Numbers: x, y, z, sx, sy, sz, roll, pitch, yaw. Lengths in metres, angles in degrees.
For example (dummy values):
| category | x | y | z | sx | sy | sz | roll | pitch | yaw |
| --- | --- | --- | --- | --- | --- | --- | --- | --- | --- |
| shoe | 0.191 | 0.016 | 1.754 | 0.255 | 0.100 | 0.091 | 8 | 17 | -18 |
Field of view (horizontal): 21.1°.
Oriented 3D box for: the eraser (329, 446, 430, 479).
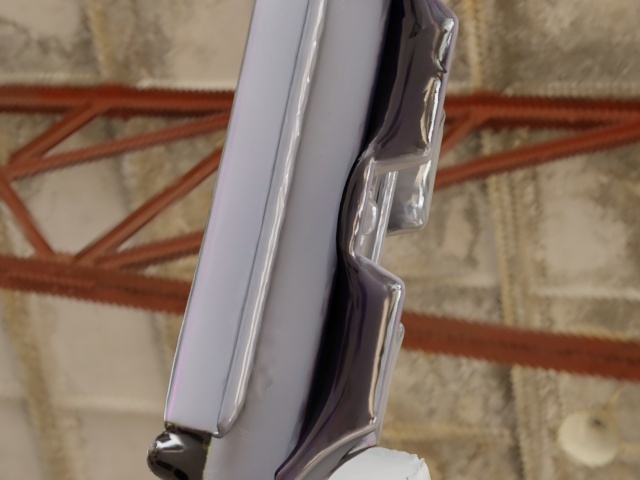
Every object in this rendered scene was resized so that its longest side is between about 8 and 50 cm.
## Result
| category | x | y | z | sx | sy | sz | roll | pitch | yaw |
| --- | --- | --- | --- | --- | --- | --- | --- | --- | --- |
| eraser | 0.045 | 0.339 | 1.017 | 0.082 | 0.213 | 0.397 | -8 | -82 | 21 |

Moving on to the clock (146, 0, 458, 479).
| category | x | y | z | sx | sy | sz | roll | pitch | yaw |
| --- | --- | --- | --- | --- | --- | --- | --- | --- | --- |
| clock | 0.000 | 0.000 | 0.715 | 0.083 | 0.186 | 0.253 | 11 | -97 | 5 |
